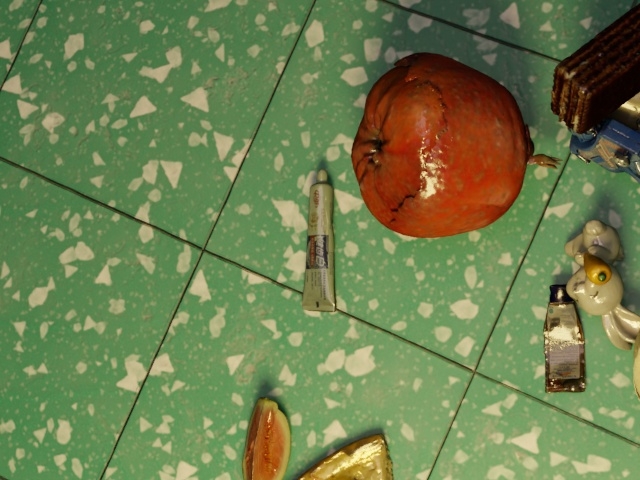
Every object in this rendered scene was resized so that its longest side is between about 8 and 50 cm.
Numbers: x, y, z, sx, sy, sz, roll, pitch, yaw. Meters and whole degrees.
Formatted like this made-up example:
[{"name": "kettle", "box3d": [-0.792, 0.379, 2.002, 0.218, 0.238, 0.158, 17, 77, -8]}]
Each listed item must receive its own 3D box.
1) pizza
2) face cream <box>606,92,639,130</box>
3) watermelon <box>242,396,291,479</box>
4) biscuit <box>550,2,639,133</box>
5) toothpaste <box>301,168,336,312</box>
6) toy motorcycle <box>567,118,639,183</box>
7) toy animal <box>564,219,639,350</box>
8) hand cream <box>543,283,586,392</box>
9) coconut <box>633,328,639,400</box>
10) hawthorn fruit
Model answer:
[{"name": "pizza", "box3d": [0.053, 0.401, 1.769, 0.188, 0.080, 0.204, 44, 94, 18]}, {"name": "face cream", "box3d": [0.549, -0.192, 1.724, 0.341, 0.084, 0.137, 17, 87, 14]}, {"name": "watermelon", "box3d": [-0.080, 0.329, 1.829, 0.069, 0.087, 0.163, 9, 84, -13]}, {"name": "biscuit", "box3d": [0.496, -0.303, 1.676, 0.388, 0.107, 0.073, -37, 64, -13]}, {"name": "toothpaste", "box3d": [0.000, 0.000, 1.877, 0.060, 0.038, 0.233, -1, 83, 20]}, {"name": "toy motorcycle", "box3d": [0.444, -0.134, 1.726, 0.205, 0.114, 0.076, 31, 76, 15]}, {"name": "toy animal", "box3d": [0.422, 0.067, 1.689, 0.127, 0.131, 0.181, 7, 65, -17]}, {"name": "hand cream", "box3d": [0.365, 0.147, 1.743, 0.062, 0.039, 0.163, -2, 86, 15]}, {"name": "coconut", "box3d": [0.549, 0.183, 1.572, 0.234, 0.224, 0.224, 31, 91, 46]}, {"name": "hawthorn fruit", "box3d": [0.208, -0.130, 1.731, 0.307, 0.276, 0.276, 9, 83, -10]}]
